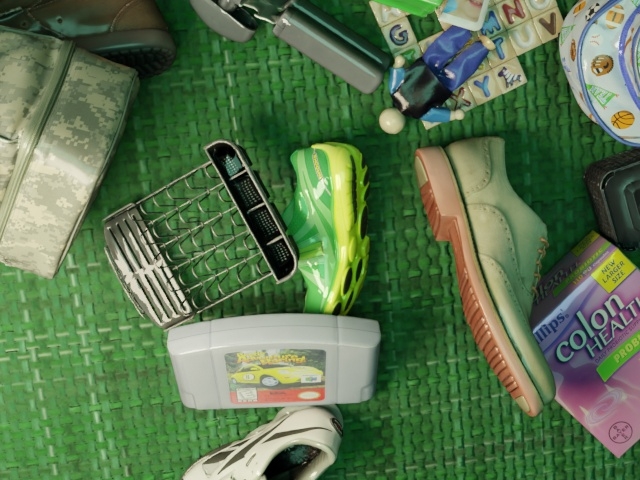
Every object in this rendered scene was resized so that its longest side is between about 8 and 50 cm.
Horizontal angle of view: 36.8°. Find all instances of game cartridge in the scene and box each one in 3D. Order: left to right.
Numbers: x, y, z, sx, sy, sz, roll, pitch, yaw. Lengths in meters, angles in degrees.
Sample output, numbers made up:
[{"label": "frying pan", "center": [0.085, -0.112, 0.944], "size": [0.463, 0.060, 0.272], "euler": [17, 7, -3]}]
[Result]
[{"label": "game cartridge", "center": [-0.063, 0.173, 1.369], "size": [0.294, 0.060, 0.196], "euler": [-3, 141, -1]}]

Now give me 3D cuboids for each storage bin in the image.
[{"label": "storage bin", "center": [0.483, -0.072, 1.369], "size": [0.180, 0.084, 0.122], "euler": [-20, 104, 2]}]

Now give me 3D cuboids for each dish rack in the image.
[{"label": "dish rack", "center": [-0.176, 0.003, 1.335], "size": [0.272, 0.074, 0.208], "euler": [-28, 92, 17]}]

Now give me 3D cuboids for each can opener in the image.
[{"label": "can opener", "center": [-0.044, -0.284, 1.317], "size": [0.283, 0.076, 0.095], "euler": [32, 133, -10]}]

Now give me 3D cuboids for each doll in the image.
[{"label": "doll", "center": [0.157, -0.218, 1.332], "size": [0.189, 0.046, 0.129], "euler": [-43, 105, 8]}]

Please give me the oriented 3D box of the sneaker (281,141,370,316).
[{"label": "sneaker", "center": [0.000, 0.000, 1.373], "size": [0.124, 0.109, 0.295], "euler": [13, 110, 25]}]

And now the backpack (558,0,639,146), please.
[{"label": "backpack", "center": [0.462, -0.250, 1.272], "size": [0.263, 0.213, 0.276], "euler": [-26, 106, 15]}]

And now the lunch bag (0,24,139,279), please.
[{"label": "lunch bag", "center": [-0.401, -0.116, 1.201], "size": [0.256, 0.212, 0.305], "euler": [23, 143, -16]}]

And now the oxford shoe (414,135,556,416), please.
[{"label": "oxford shoe", "center": [0.255, 0.035, 1.302], "size": [0.147, 0.140, 0.396], "euler": [-18, 79, -4]}]

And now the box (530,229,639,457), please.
[{"label": "box", "center": [0.416, 0.149, 1.403], "size": [0.243, 0.117, 0.213], "euler": [43, 98, -10]}]

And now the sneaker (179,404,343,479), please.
[{"label": "sneaker", "center": [-0.108, 0.365, 1.424], "size": [0.330, 0.146, 0.122], "euler": [-40, 103, 9]}]

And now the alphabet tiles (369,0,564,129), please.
[{"label": "alphabet tiles", "center": [0.215, -0.294, 1.344], "size": [0.237, 0.009, 0.198], "euler": [-25, 103, 4]}]

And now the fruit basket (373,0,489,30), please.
[{"label": "fruit basket", "center": [0.107, -0.481, 1.218], "size": [0.327, 0.165, 0.353], "euler": [17, 99, -6]}]

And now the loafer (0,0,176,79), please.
[{"label": "loafer", "center": [-0.380, -0.272, 1.282], "size": [0.366, 0.134, 0.130], "euler": [-6, 75, -8]}]
